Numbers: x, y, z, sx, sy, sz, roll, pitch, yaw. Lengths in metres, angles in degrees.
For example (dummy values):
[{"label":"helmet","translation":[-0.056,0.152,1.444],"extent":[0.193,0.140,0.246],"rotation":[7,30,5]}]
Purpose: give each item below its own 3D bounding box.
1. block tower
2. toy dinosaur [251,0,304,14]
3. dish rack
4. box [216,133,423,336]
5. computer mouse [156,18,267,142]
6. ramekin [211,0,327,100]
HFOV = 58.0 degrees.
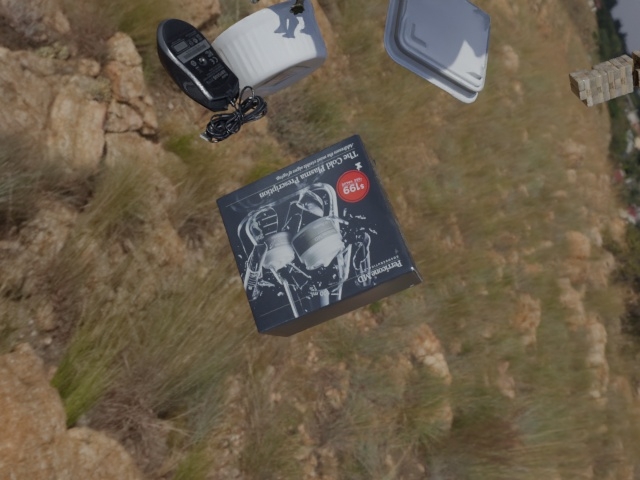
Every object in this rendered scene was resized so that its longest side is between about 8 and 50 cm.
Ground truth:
[{"label":"block tower","translation":[0.933,-0.505,1.728],"extent":[0.097,0.335,0.091],"rotation":[-87,156,-56]},{"label":"toy dinosaur","translation":[-0.019,-0.569,1.178],"extent":[0.121,0.313,0.160],"rotation":[43,29,-67]},{"label":"dish rack","translation":[0.325,-0.544,1.502],"extent":[0.332,0.072,0.286],"rotation":[19,73,-28]},{"label":"box","translation":[0.000,0.000,1.242],"extent":[0.313,0.343,0.179],"rotation":[69,11,16]},{"label":"computer mouse","translation":[-0.254,-0.338,1.223],"extent":[0.272,0.072,0.188],"rotation":[53,48,-9]},{"label":"ramekin","translation":[-0.116,-0.450,1.396],"extent":[0.135,0.277,0.277],"rotation":[64,31,-5]}]
